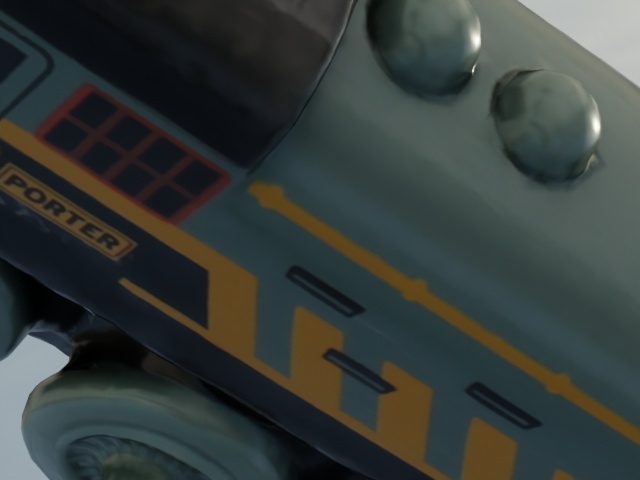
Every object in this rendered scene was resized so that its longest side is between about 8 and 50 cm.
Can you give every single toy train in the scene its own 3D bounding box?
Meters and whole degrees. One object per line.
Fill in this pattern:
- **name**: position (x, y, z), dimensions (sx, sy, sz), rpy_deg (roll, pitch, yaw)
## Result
- **toy train**: position (0.000, 0.000, 0.515), dimensions (0.190, 0.334, 0.142), rpy_deg (-33, -151, 51)
